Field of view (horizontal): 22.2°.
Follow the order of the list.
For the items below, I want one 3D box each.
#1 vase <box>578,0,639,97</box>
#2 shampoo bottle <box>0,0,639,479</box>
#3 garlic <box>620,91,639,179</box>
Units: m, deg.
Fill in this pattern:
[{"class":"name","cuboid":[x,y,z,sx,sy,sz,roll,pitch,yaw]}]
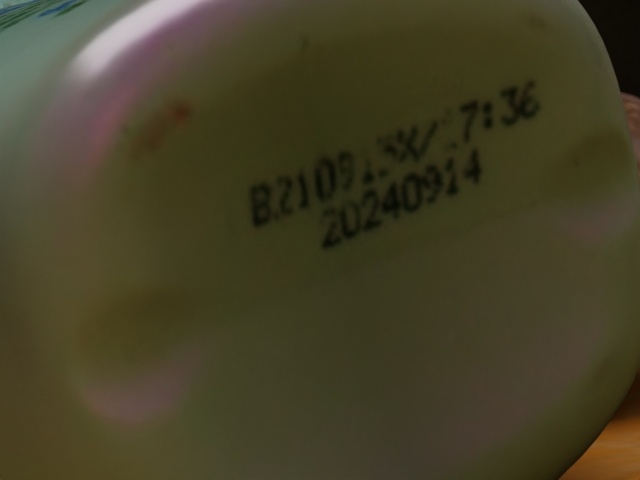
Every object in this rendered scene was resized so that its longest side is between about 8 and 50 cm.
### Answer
[{"class":"vase","cuboid":[0.068,-0.117,0.802,0.245,0.245,0.291,-7,22,-23]},{"class":"shampoo bottle","cuboid":[-0.080,0.002,0.495,0.222,0.151,0.349,-23,14,-32]},{"class":"garlic","cuboid":[0.063,0.008,0.588,0.159,0.102,0.147,-16,12,32]}]
